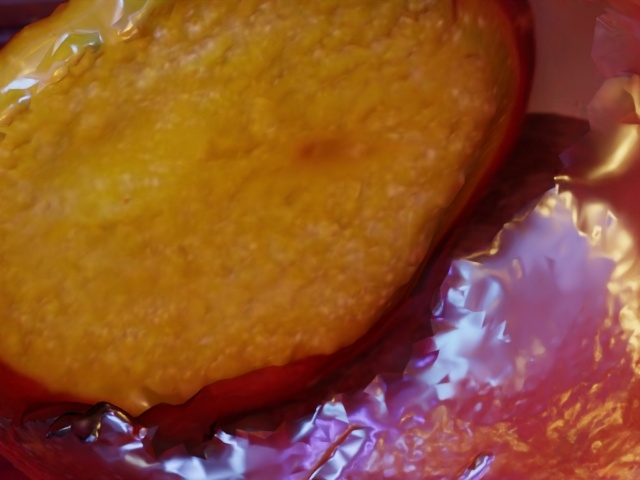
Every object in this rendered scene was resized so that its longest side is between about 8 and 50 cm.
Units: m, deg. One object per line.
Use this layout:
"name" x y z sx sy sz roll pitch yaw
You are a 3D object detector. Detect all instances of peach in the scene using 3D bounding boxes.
"peach" 0.000 0.000 0.517 0.196 0.226 0.189 -157 -106 -69
